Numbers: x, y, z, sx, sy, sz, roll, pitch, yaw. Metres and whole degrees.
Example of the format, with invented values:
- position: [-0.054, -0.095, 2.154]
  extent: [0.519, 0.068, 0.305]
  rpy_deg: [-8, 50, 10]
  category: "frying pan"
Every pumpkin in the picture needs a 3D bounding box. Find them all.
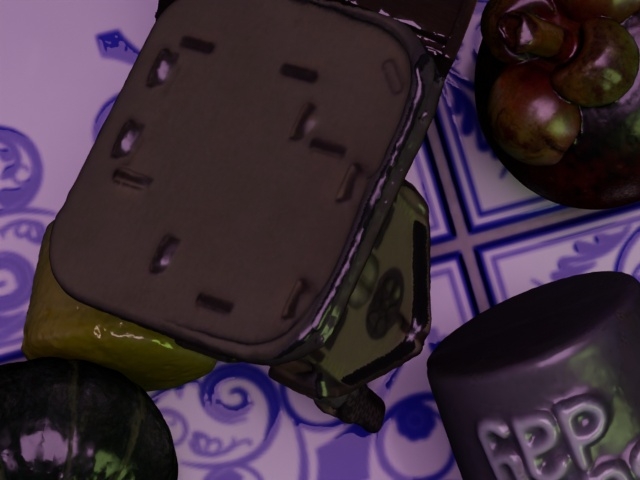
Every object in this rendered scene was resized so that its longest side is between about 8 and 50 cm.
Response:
- position: [-0.174, 0.147, 1.158]
  extent: [0.167, 0.167, 0.125]
  rpy_deg: [6, 56, -3]
  category: "pumpkin"

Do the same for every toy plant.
- position: [0.200, 0.232, 1.160]
  extent: [0.279, 0.185, 0.400]
  rpy_deg: [-29, 101, -20]
  category: "toy plant"

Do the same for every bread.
- position: [-0.131, 0.040, 1.206]
  extent: [0.129, 0.111, 0.114]
  rpy_deg: [3, 73, -8]
  category: "bread"

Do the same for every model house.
- position: [0.000, 0.000, 1.154]
  extent: [0.205, 0.279, 0.218]
  rpy_deg: [19, 78, 29]
  category: "model house"

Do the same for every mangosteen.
- position: [0.177, -0.115, 1.203]
  extent: [0.200, 0.200, 0.200]
  rpy_deg: [1, 81, -4]
  category: "mangosteen"

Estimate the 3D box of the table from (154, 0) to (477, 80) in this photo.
- position: [0.007, -0.183, 1.199]
  extent: [0.193, 0.169, 0.172]
  rpy_deg: [22, 68, 0]
  category: "table"
